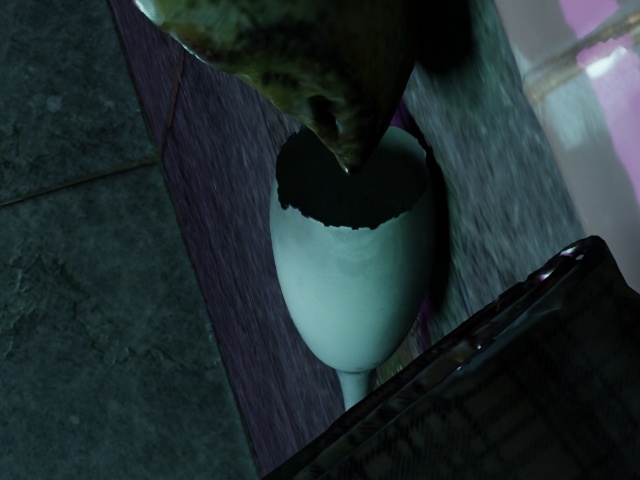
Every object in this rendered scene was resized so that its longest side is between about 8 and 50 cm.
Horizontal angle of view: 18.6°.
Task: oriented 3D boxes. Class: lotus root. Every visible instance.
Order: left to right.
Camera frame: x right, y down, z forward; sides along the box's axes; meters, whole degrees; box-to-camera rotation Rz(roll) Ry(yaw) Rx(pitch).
[{"bbox_3d":[-0.026,-0.171,0.959,0.210,0.142,0.314,32,-165,-38],"label":"lotus root"}]

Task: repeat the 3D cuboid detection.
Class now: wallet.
[{"bbox_3d":[0.092,0.171,0.422,0.317,0.169,0.044,51,-172,-5],"label":"wallet"}]

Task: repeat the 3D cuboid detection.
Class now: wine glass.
[{"bbox_3d":[0.000,0.000,1.208,0.309,0.096,0.264,86,168,-49],"label":"wine glass"}]

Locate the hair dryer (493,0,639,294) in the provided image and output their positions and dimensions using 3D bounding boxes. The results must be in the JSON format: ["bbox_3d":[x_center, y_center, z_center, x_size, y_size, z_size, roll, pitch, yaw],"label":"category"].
[{"bbox_3d":[0.125,-0.087,0.343,0.344,0.107,0.189,146,106,-71],"label":"hair dryer"}]
